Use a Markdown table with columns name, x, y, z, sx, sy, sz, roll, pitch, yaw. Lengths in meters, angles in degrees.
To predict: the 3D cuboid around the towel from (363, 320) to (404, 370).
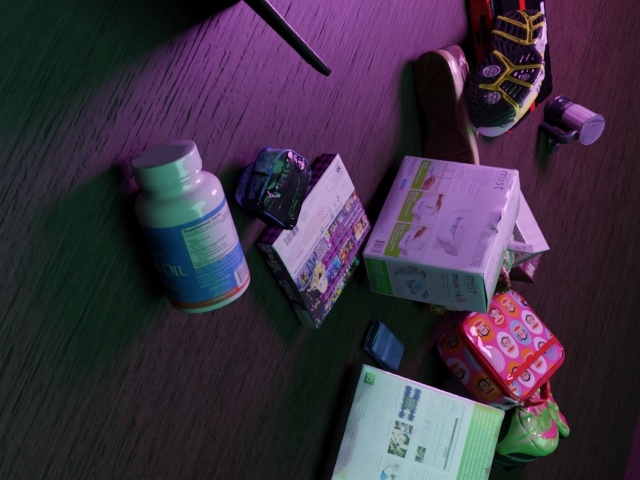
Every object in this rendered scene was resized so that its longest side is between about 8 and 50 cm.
| name | x | y | z | sx | sy | sz | roll | pitch | yaw |
| --- | --- | --- | --- | --- | --- | --- | --- | --- | --- |
| towel | 0.126 | 0.211 | 1.751 | 0.119 | 0.029 | 0.067 | 47 | 59 | -46 |

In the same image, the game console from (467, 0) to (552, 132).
| name | x | y | z | sx | sy | sz | roll | pitch | yaw |
| --- | --- | --- | --- | --- | --- | --- | --- | --- | --- |
| game console | 0.456 | -0.474 | 2.071 | 0.342 | 0.060 | 0.387 | -42 | 128 | -46 |

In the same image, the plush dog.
| name | x | y | z | sx | sy | sz | roll | pitch | yaw |
| --- | --- | --- | --- | --- | --- | --- | --- | --- | --- |
| plush dog | 0.318 | 0.064 | 1.829 | 0.262 | 0.211 | 0.225 | -25 | 153 | -15 |

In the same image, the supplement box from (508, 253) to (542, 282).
| name | x | y | z | sx | sy | sz | roll | pitch | yaw |
| --- | --- | --- | --- | --- | --- | --- | --- | --- | --- |
| supplement box | 0.469 | 0.022 | 2.140 | 0.188 | 0.081 | 0.104 | 36 | 67 | -50 |

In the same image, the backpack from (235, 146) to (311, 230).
| name | x | y | z | sx | sy | sz | roll | pitch | yaw |
| --- | --- | --- | --- | --- | --- | --- | --- | --- | --- |
| backpack | -0.075 | -0.088 | 1.378 | 0.105 | 0.084 | 0.114 | 35 | 73 | -51 |

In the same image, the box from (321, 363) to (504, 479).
| name | x | y | z | sx | sy | sz | roll | pitch | yaw |
| --- | --- | --- | --- | --- | --- | --- | --- | --- | --- |
| box | 0.183 | 0.395 | 1.688 | 0.322 | 0.058 | 0.232 | 21 | 76 | -14 |

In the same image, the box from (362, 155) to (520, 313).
| name | x | y | z | sx | sy | sz | roll | pitch | yaw |
| --- | --- | --- | --- | --- | --- | --- | --- | --- | --- |
| box | 0.234 | -0.019 | 1.651 | 0.127 | 0.231 | 0.262 | 73 | 33 | -49 |

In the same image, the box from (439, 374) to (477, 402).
| name | x | y | z | sx | sy | sz | roll | pitch | yaw |
| --- | --- | --- | --- | --- | --- | --- | --- | --- | --- |
| box | 0.308 | 0.403 | 1.978 | 0.170 | 0.091 | 0.130 | -34 | 122 | -46 |

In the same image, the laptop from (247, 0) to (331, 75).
| name | x | y | z | sx | sy | sz | roll | pitch | yaw |
| --- | --- | --- | --- | --- | --- | --- | --- | --- | --- |
| laptop | -0.107 | -0.490 | 1.151 | 0.236 | 0.408 | 0.382 | -45 | 140 | 6 |

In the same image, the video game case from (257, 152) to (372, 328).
| name | x | y | z | sx | sy | sz | roll | pitch | yaw |
| --- | --- | --- | --- | --- | --- | --- | --- | --- | --- |
| video game case | 0.000 | 0.000 | 1.531 | 0.232 | 0.042 | 0.210 | -56 | 137 | -32 |

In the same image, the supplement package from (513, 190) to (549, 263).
| name | x | y | z | sx | sy | sz | roll | pitch | yaw |
| --- | --- | --- | --- | --- | --- | --- | --- | --- | --- |
| supplement package | 0.416 | -0.034 | 1.977 | 0.105 | 0.105 | 0.179 | -8 | 71 | -52 |

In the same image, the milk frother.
| name | x | y | z | sx | sy | sz | roll | pitch | yaw |
| --- | --- | --- | --- | --- | --- | --- | --- | --- | --- |
| milk frother | 0.661 | -0.285 | 2.303 | 0.129 | 0.135 | 0.143 | -44 | 134 | 1 |

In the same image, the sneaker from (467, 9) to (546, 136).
| name | x | y | z | sx | sy | sz | roll | pitch | yaw |
| --- | --- | --- | --- | --- | --- | --- | --- | --- | --- |
| sneaker | 0.404 | -0.327 | 1.811 | 0.385 | 0.145 | 0.147 | -61 | 145 | -40 |

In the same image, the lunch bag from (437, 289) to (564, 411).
| name | x | y | z | sx | sy | sz | roll | pitch | yaw |
| --- | --- | --- | --- | --- | --- | --- | --- | --- | --- |
| lunch bag | 0.423 | 0.265 | 1.987 | 0.258 | 0.120 | 0.293 | 52 | 40 | 9 |

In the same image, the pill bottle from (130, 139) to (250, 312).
| name | x | y | z | sx | sy | sz | roll | pitch | yaw |
| --- | --- | --- | --- | --- | --- | --- | --- | --- | --- |
| pill bottle | -0.184 | -0.021 | 1.210 | 0.124 | 0.124 | 0.221 | -42 | 127 | -42 |

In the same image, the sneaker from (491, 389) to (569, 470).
| name | x | y | z | sx | sy | sz | roll | pitch | yaw |
| --- | --- | --- | --- | --- | --- | --- | --- | --- | --- |
| sneaker | 0.496 | 0.464 | 2.204 | 0.185 | 0.202 | 0.483 | 63 | 17 | 16 |

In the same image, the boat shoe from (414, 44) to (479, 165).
| name | x | y | z | sx | sy | sz | roll | pitch | yaw |
| --- | --- | --- | --- | --- | --- | --- | --- | --- | --- |
| boat shoe | 0.284 | -0.236 | 1.818 | 0.123 | 0.123 | 0.342 | -33 | 116 | -45 |
